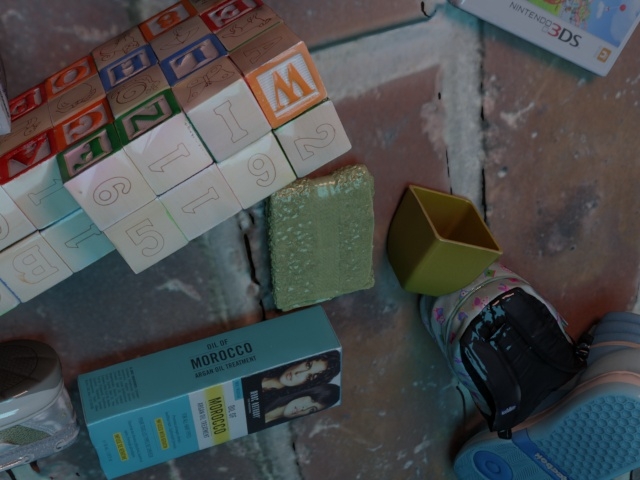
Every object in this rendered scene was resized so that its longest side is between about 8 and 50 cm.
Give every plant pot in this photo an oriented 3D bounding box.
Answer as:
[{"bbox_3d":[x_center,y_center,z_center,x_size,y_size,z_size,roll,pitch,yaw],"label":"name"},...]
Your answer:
[{"bbox_3d":[0.111,0.008,0.807,0.081,0.082,0.083,12,128,-30],"label":"plant pot"}]

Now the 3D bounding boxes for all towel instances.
[{"bbox_3d":[0.000,0.000,0.782,0.110,0.027,0.148,-14,127,-14],"label":"towel"}]

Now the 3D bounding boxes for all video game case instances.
[{"bbox_3d":[0.237,-0.268,0.714,0.193,0.023,0.212,14,114,-31],"label":"video game case"}]

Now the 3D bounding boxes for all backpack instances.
[{"bbox_3d":[0.187,0.105,0.879,0.152,0.115,0.182,-46,127,-6],"label":"backpack"}]

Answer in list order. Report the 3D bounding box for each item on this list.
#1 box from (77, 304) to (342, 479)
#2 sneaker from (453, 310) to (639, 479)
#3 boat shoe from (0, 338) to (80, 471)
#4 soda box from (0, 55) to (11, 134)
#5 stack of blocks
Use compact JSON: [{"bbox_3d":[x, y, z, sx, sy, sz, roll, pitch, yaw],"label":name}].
[{"bbox_3d":[-0.102,0.147,0.801,0.244,0.060,0.101,-15,137,-14],"label":"box"},{"bbox_3d":[0.308,0.203,0.995,0.127,0.208,0.319,47,135,-3],"label":"sneaker"},{"bbox_3d":[-0.367,0.184,0.686,0.320,0.118,0.103,-20,123,-19],"label":"boat shoe"},{"bbox_3d":[-0.354,-0.091,0.521,0.286,0.098,0.091,-16,126,-13],"label":"soda box"},{"bbox_3d":[-0.149,-0.060,0.586,0.297,0.171,0.087,-30,128,-2],"label":"stack of blocks"}]
